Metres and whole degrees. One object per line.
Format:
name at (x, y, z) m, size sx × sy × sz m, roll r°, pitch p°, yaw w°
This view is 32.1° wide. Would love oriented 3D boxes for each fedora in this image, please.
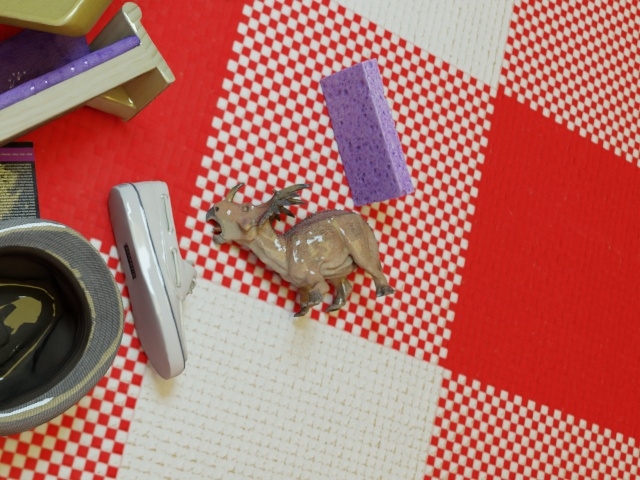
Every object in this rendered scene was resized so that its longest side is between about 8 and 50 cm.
fedora at (-0.387, 0.106, 1.349) m, size 0.275 × 0.124 × 0.244 m, roll -37°, pitch 101°, yaw -23°

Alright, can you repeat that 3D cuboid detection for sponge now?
sponge at (0.068, -0.160, 1.693) m, size 0.031 × 0.117 × 0.210 m, roll -18°, pitch 93°, yaw -36°

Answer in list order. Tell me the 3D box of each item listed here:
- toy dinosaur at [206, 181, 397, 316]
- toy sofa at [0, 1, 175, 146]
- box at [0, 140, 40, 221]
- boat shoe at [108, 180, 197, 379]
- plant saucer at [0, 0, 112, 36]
toy dinosaur at (0.000, 0.000, 1.627) m, size 0.295 × 0.127 × 0.200 m, roll -6°, pitch 79°, yaw -39°
toy sofa at (-0.377, -0.179, 1.361) m, size 0.362 × 0.150 × 0.177 m, roll -34°, pitch 94°, yaw -36°
box at (-0.416, -0.044, 1.412) m, size 0.116 × 0.029 × 0.162 m, roll -3°, pitch 83°, yaw -34°
boat shoe at (-0.211, 0.049, 1.497) m, size 0.088 × 0.096 × 0.267 m, roll -13°, pitch 82°, yaw -29°
plant saucer at (-0.333, -0.377, 1.387) m, size 0.333 × 0.332 × 0.081 m, roll -60°, pitch 148°, yaw -25°
